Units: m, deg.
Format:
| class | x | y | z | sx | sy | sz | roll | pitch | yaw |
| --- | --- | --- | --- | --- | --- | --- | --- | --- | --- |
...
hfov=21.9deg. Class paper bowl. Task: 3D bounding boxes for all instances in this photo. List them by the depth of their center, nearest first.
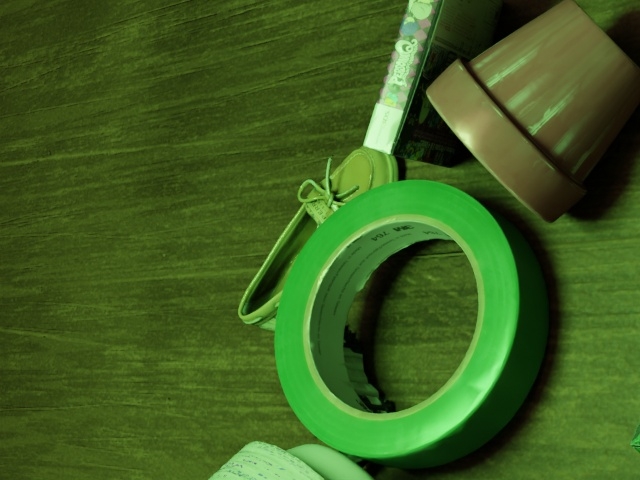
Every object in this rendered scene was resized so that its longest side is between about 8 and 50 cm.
| class | x | y | z | sx | sy | sz | roll | pitch | yaw |
| --- | --- | --- | --- | --- | --- | --- | --- | --- | --- |
| paper bowl | 0.001 | 0.343 | 1.851 | 0.148 | 0.284 | 0.284 | -41 | 31 | -25 |

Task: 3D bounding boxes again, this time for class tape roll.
| class | x | y | z | sx | sy | sz | roll | pitch | yaw |
| --- | --- | --- | --- | --- | --- | --- | --- | --- | --- |
| tape roll | 0.098 | 0.093 | 1.865 | 0.321 | 0.077 | 0.321 | -14 | 65 | 33 |

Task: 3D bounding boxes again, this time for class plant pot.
| class | x | y | z | sx | sy | sz | roll | pitch | yaw |
| --- | --- | --- | --- | --- | --- | --- | --- | --- | --- |
| plant pot | 0.241 | -0.149 | 1.748 | 0.180 | 0.201 | 0.201 | -44 | 47 | 12 |

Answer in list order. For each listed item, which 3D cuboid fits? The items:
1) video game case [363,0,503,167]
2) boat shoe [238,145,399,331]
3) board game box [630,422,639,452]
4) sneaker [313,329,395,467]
| class | x | y | z | sx | sy | sz | roll | pitch | yaw |
| --- | --- | --- | --- | --- | --- | --- | --- | --- | --- |
| video game case | 0.131 | -0.191 | 1.859 | 0.042 | 0.232 | 0.210 | 19 | 96 | 19 |
| boat shoe | 0.000 | 0.000 | 2.058 | 0.104 | 0.089 | 0.285 | 48 | 116 | 46 |
| board game box | 0.416 | 0.212 | 1.469 | 0.259 | 0.136 | 0.030 | -2 | 57 | 49 |
| sneaker | 0.013 | 0.183 | 2.001 | 0.106 | 0.078 | 0.234 | -52 | 47 | 23 |
